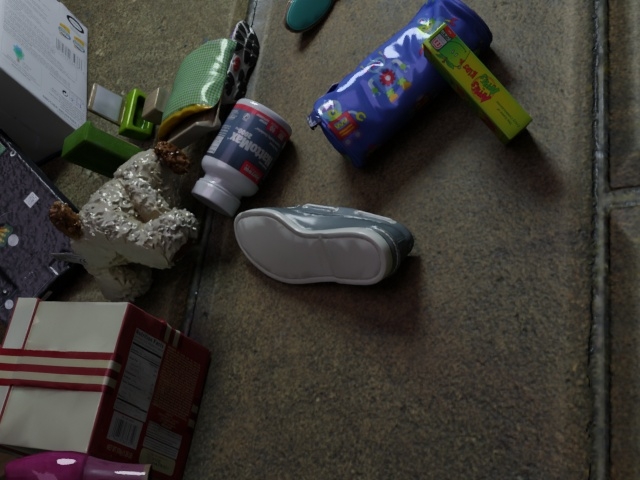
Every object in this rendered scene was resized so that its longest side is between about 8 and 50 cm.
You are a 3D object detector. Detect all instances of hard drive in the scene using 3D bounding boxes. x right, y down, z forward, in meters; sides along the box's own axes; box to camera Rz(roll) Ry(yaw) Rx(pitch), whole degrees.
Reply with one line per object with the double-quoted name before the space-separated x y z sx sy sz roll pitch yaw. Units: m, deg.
"hard drive" -0.591 -0.029 1.648 0.339 0.064 0.237 43 91 16

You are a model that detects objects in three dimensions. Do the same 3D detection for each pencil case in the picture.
"pencil case" 0.119 -0.253 1.366 0.306 0.119 0.133 -42 73 4

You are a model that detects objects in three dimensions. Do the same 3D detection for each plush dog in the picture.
"plush dog" -0.312 -0.054 1.455 0.262 0.210 0.225 -39 20 45

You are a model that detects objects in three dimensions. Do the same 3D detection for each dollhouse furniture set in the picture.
"dollhouse furniture set" -0.304 -0.250 1.549 0.301 0.151 0.198 -23 52 45

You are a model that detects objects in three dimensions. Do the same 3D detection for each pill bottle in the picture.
"pill bottle" -0.135 -0.135 1.469 0.108 0.108 0.180 23 79 38

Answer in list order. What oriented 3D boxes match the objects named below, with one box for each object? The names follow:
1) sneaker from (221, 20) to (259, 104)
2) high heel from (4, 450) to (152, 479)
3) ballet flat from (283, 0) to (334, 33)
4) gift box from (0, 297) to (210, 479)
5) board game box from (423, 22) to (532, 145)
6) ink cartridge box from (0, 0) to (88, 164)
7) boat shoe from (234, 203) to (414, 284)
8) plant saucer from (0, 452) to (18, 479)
"sneaker" -0.169 -0.331 1.627 0.071 0.068 0.170 2 66 39
"high heel" -0.321 0.450 1.149 0.181 0.127 0.377 6 98 -3
"ballet flat" -0.002 -0.461 1.605 0.206 0.073 0.067 -51 23 -6
"gift box" -0.356 0.242 1.308 0.258 0.255 0.276 -1 60 29
"board game box" 0.221 -0.219 1.247 0.043 0.092 0.181 -41 86 6
"ink cartridge box" -0.616 -0.397 1.808 0.151 0.270 0.396 -20 56 18
"boat shoe" 0.000 0.000 1.340 0.319 0.116 0.099 8 26 42
"plant saucer" -0.544 0.305 1.528 0.277 0.041 0.278 -14 59 25
